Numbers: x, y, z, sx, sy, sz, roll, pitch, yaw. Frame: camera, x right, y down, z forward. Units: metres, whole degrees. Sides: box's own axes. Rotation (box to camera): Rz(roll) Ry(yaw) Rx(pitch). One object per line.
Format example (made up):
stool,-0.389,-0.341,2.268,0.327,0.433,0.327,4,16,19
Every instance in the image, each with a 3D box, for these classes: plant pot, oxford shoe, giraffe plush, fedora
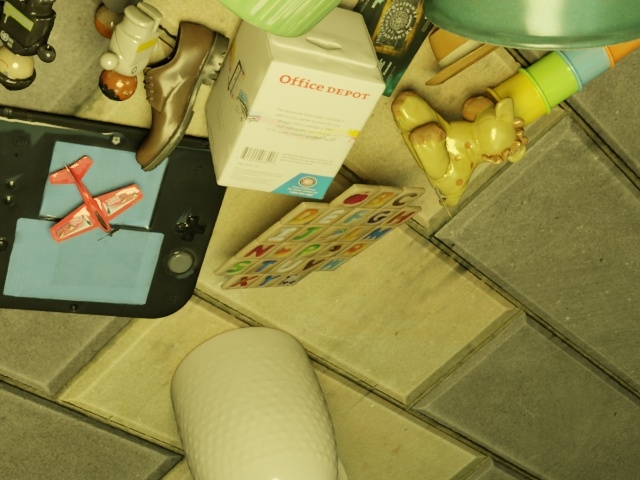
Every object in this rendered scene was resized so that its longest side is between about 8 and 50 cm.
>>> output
plant pot,0.305,-0.463,1.246,0.341,0.341,0.334,-11,123,-13
oxford shoe,-0.222,-0.208,1.392,0.096,0.083,0.227,23,100,-20
giraffe plush,0.230,-0.162,1.523,0.170,0.210,0.181,-29,169,4
fedora,0.225,-0.309,1.463,0.194,0.194,0.079,-32,93,6

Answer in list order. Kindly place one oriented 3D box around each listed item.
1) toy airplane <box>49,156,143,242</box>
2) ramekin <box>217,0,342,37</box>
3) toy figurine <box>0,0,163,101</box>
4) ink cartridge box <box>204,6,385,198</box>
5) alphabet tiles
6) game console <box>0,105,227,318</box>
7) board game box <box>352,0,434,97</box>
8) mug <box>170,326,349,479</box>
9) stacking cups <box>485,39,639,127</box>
toy airplane,-0.347,-0.061,1.440,0.151,0.028,0.151,-11,124,-17
ramekin,-0.073,-0.389,1.165,0.303,0.303,0.148,28,121,-36
toy figurine,-0.311,-0.280,1.216,0.209,0.213,0.148,8,134,-29
ink cartridge box,-0.043,-0.204,1.378,0.171,0.168,0.233,8,137,-25
alphabet tiles,0.000,0.000,1.582,0.285,0.011,0.342,0,151,-47
game console,-0.354,-0.028,1.505,0.386,0.060,0.342,6,125,-26
board game box,0.098,-0.316,1.466,0.126,0.026,0.186,16,121,-31
mug,-0.076,0.387,1.772,0.276,0.328,0.374,-42,130,14
stacking cups,0.427,-0.292,1.580,0.316,0.096,0.096,-32,132,2
